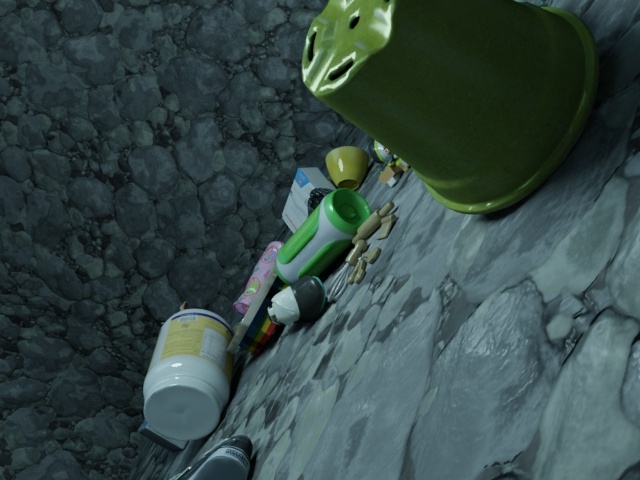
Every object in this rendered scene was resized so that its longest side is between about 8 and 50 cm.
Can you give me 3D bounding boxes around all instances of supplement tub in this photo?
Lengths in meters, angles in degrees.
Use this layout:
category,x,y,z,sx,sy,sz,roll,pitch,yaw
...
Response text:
category,x,y,z,sx,sy,sz,roll,pitch,yaw
supplement tub,-0.373,0.380,1.824,0.241,0.241,0.331,-54,18,23

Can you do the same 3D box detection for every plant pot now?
category,x,y,z,sx,sy,sz,roll,pitch,yaw
plant pot,0.084,-0.207,1.915,0.134,0.134,0.095,134,141,-54
plant pot,0.129,-0.201,0.739,0.276,0.254,0.276,-34,46,43

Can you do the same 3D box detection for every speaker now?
category,x,y,z,sx,sy,sz,roll,pitch,yaw
speaker,0.000,0.000,1.522,0.296,0.131,0.131,-47,13,47

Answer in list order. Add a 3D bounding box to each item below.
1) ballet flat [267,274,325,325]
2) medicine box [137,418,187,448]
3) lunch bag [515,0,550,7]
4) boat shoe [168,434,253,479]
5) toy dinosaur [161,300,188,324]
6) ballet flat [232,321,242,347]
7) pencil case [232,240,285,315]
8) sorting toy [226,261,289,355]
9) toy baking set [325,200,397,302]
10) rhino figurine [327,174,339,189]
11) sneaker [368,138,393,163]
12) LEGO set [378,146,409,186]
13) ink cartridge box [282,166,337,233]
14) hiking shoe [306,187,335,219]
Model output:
category,x,y,z,sx,sy,sz,roll,pitch,yaw
ballet flat,-0.064,0.152,1.428,0.096,0.095,0.280,-18,-13,-18
medicine box,-0.490,0.575,2.199,0.263,0.149,0.289,-61,10,-27
lunch bag,0.272,-0.267,0.989,0.224,0.108,0.279,-49,12,22
boat shoe,-0.238,0.477,1.180,0.306,0.113,0.105,-53,2,14
toy dinosaur,-0.377,0.317,2.042,0.127,0.200,0.296,-48,-36,-11
ballet flat,-0.257,0.322,2.119,0.232,0.080,0.073,136,137,-68
pencil case,-0.183,0.142,2.151,0.284,0.124,0.124,-62,9,-30
sorting toy,-0.147,0.187,1.774,0.255,0.089,0.257,-62,2,-31
toy baking set,0.074,0.029,1.316,0.256,0.030,0.197,-46,13,54
rhino figurine,0.067,-0.186,2.037,0.106,0.073,0.243,-4,51,56
sneaker,0.205,-0.282,1.668,0.097,0.084,0.235,-19,32,37
LEGO set,0.178,-0.213,1.351,0.132,0.107,0.287,-59,8,-12
ink cartridge box,-0.034,-0.111,1.967,0.082,0.140,0.191,-9,-43,-34
hiking shoe,-0.006,0.001,1.772,0.132,0.113,0.304,81,-156,-54
